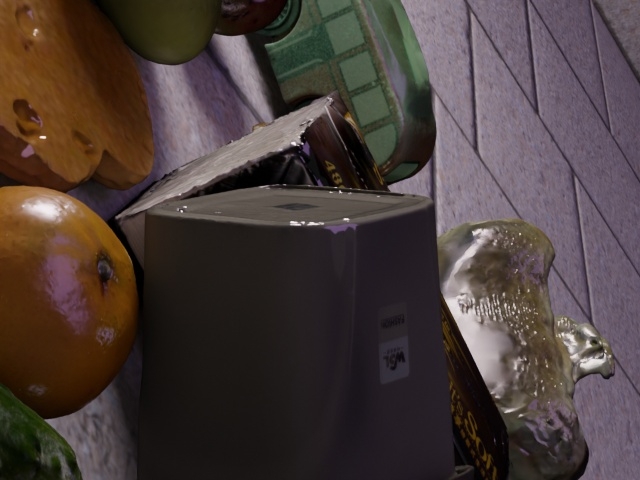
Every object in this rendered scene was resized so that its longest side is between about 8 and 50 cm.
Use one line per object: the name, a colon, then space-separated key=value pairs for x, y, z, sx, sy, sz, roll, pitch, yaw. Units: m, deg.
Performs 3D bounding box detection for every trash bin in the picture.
trash bin: x=-0.019 y=0.095 z=1.113 sx=0.220 sy=0.219 sz=0.250 roll=-14 pitch=105 yaw=-53

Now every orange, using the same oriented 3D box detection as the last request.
orange: x=-0.185 y=0.039 z=1.045 sx=0.156 sy=0.124 sz=0.156 roll=51 pitch=23 yaw=-32

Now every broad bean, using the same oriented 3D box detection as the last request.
broad bean: x=-0.161 y=-0.294 z=1.389 sx=0.238 sy=0.119 sz=0.291 roll=-159 pitch=-126 yaw=-80

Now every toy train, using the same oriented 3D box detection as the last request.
toy train: x=0.023 y=-0.189 z=1.722 sx=0.129 sy=0.159 sz=0.326 roll=-1 pitch=71 yaw=-65

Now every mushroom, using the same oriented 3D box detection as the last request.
mushroom: x=0.172 y=0.105 z=1.634 sx=0.130 sy=0.248 sz=0.344 roll=60 pitch=30 yaw=-47

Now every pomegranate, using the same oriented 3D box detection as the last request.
pomegranate: x=-0.088 y=-0.276 z=1.600 sx=0.129 sy=0.129 sz=0.159 roll=54 pitch=16 yaw=-28

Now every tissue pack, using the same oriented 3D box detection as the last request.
tissue pack: x=0.003 y=0.091 z=1.327 sx=0.370 sy=0.198 sz=0.210 roll=63 pitch=13 yaw=-11

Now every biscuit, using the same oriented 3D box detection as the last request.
biscuit: x=-0.245 y=-0.161 z=1.202 sx=0.376 sy=0.051 sz=0.269 roll=43 pitch=29 yaw=-50

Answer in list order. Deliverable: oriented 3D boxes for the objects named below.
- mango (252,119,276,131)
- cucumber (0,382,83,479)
mango: x=0.000 y=0.000 z=1.525 sx=0.317 sy=0.119 sz=0.176 roll=60 pitch=4 yaw=-49
cucumber: x=-0.201 y=0.138 z=0.918 sx=0.244 sy=0.134 sz=0.134 roll=48 pitch=28 yaw=-48
